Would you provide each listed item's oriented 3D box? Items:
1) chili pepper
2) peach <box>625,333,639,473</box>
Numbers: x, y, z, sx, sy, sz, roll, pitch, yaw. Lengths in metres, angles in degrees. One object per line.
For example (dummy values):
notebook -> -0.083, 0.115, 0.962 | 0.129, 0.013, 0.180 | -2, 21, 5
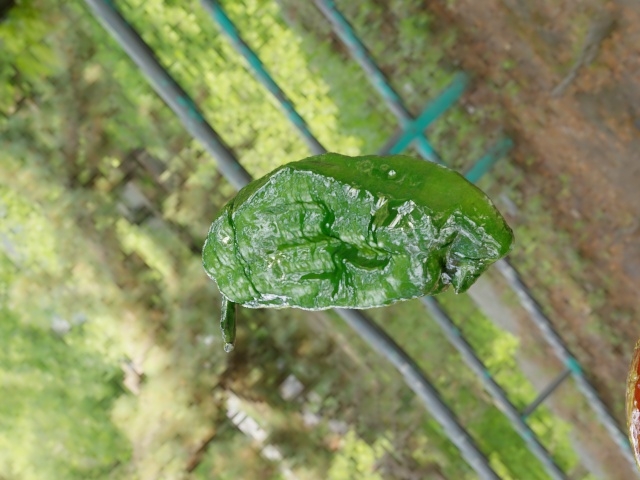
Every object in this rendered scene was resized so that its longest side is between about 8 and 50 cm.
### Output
chili pepper -> 0.005, 0.002, 0.761 | 0.257, 0.074, 0.100 | -9, 103, 62
peach -> 0.239, 0.084, 0.687 | 0.197, 0.197, 0.197 | 45, 171, 9
